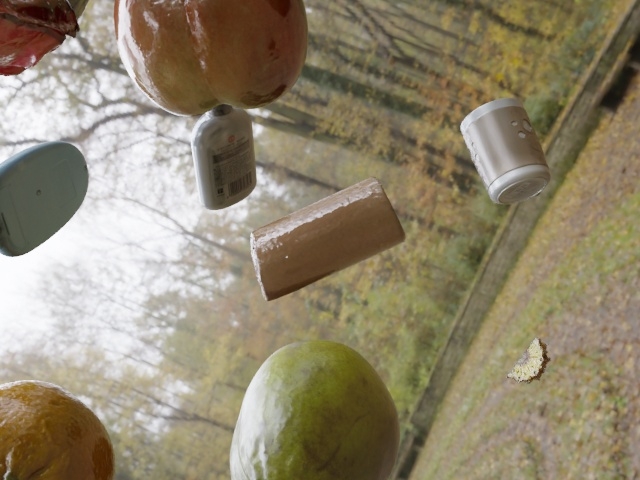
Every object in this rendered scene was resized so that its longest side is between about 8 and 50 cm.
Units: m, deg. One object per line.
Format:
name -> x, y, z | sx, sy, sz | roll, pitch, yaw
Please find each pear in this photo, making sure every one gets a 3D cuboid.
pear -> -0.008, 0.377, 1.548 | 0.413, 0.352, 0.351 | -57, -13, -62

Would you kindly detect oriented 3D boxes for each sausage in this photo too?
sausage -> 0.000, 0.000, 1.287 | 0.253, 0.123, 0.123 | -25, -8, 2

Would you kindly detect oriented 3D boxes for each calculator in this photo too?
calculator -> -0.546, -0.075, 1.497 | 0.302, 0.042, 0.188 | -51, -34, -45

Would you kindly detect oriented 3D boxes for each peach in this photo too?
peach -> -0.141, -0.283, 1.027 | 0.252, 0.253, 0.252 | 23, -90, -83

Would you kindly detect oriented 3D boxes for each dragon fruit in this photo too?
dragon fruit -> -0.321, -0.218, 0.672 | 0.163, 0.189, 0.261 | 79, 167, -54

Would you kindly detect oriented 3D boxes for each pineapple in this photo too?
pineapple -> 0.329, 0.194, 1.240 | 0.019, 0.045, 0.083 | 22, -75, -43

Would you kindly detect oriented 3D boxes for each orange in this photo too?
orange -> -0.407, 0.316, 1.086 | 0.264, 0.264, 0.264 | 23, -90, -83

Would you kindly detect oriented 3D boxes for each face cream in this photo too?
face cream -> -0.198, -0.198, 1.615 | 0.144, 0.071, 0.291 | -32, -39, -28

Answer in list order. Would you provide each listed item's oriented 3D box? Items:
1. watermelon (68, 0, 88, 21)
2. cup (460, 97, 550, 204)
watermelon -> -0.519, -0.469, 1.341 | 0.279, 0.279, 0.359 | 93, -170, -69
cup -> 0.207, -0.090, 0.895 | 0.102, 0.074, 0.099 | 71, -177, -66
